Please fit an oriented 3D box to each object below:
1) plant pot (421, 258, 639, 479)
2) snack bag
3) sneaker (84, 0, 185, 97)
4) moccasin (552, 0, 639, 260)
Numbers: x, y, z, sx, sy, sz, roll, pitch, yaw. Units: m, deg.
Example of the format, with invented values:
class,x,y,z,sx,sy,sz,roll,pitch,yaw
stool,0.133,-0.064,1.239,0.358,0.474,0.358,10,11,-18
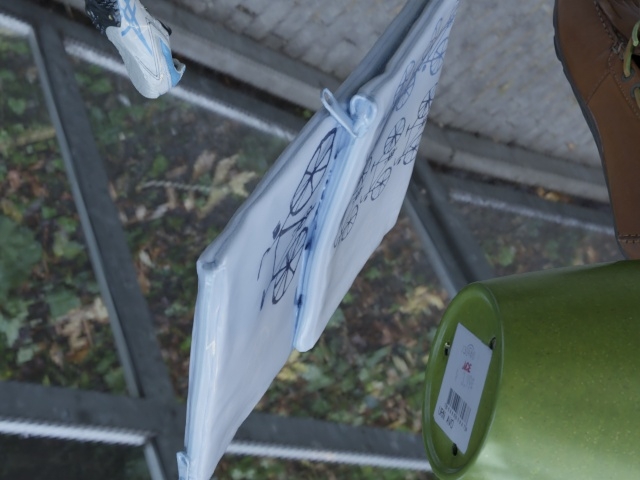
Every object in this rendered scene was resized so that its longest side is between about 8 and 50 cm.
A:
class,x,y,z,sx,sy,sz,roll,pitch,yaw
plant pot,0.231,0.123,0.727,0.293,0.274,0.275,11,136,-14
snack bag,0.000,0.000,0.772,0.342,0.037,0.323,-53,166,-36
sneaker,-0.263,-0.305,1.472,0.086,0.085,0.237,-49,145,-20
moccasin,0.307,-0.147,0.947,0.139,0.380,0.147,23,137,-25
